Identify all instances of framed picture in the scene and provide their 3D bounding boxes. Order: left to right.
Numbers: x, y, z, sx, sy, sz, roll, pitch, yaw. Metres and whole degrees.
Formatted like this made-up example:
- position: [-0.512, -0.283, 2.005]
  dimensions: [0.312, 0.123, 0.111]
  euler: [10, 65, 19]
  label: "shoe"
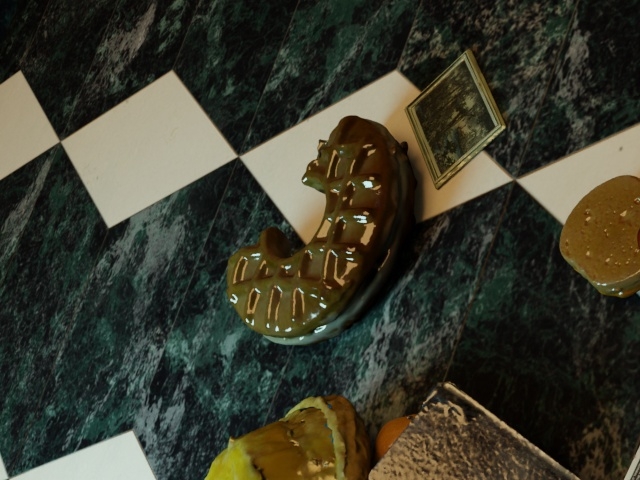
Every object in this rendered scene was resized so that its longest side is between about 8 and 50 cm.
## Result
- position: [0.192, -0.179, 2.054]
  dimensions: [0.142, 0.011, 0.183]
  euler: [-42, 41, 25]
  label: "framed picture"

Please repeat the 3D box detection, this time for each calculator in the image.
- position: [0.192, 0.291, 1.632]
  dimensions: [0.262, 0.021, 0.161]
  euler: [37, 82, 27]
  label: "calculator"

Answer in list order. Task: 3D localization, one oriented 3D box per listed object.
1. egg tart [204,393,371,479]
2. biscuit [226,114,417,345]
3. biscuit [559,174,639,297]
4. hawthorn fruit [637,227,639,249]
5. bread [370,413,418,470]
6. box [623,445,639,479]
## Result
- position: [-0.063, 0.376, 1.813]
  dimensions: [0.388, 0.169, 0.388]
  euler: [-164, 90, -74]
  label: "egg tart"
- position: [0.012, 0.002, 2.074]
  dimensions: [0.366, 0.115, 0.268]
  euler: [-53, 38, 14]
  label: "biscuit"
- position: [0.376, -0.010, 1.702]
  dimensions: [0.170, 0.050, 0.170]
  euler: [-29, 42, 29]
  label: "biscuit"
- position: [0.468, -0.013, 1.462]
  dimensions: [0.261, 0.224, 0.224]
  euler: [-20, 53, 27]
  label: "hawthorn fruit"
- position: [0.129, 0.335, 1.721]
  dimensions: [0.174, 0.121, 0.245]
  euler: [-8, 59, 49]
  label: "bread"
- position: [0.419, 0.283, 1.477]
  dimensions: [0.247, 0.033, 0.129]
  euler: [20, 83, 53]
  label: "box"
